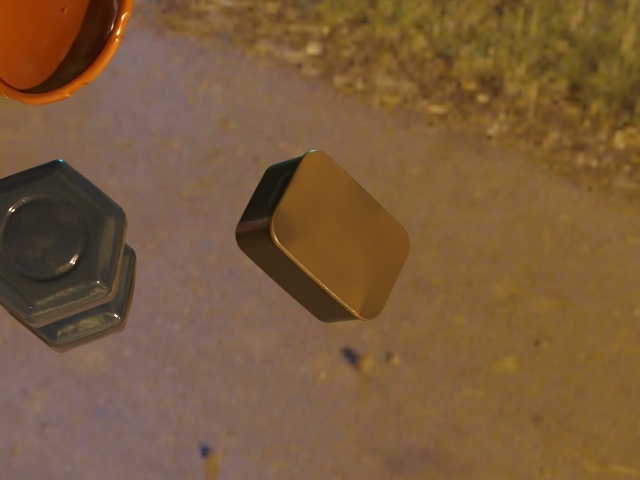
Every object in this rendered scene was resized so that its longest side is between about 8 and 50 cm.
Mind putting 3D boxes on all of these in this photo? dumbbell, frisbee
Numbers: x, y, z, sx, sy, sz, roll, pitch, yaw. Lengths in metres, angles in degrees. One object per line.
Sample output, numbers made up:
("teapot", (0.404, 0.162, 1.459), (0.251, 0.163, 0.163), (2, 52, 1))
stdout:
("dumbbell", (-0.262, 0.023, 1.730), (0.144, 0.156, 0.316), (9, -10, -2))
("frisbee", (-0.246, -0.216, 1.602), (0.192, 0.192, 0.035), (29, 5, 33))

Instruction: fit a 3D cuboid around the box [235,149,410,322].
("box", (0.000, 0.000, 2.112), (0.090, 0.201, 0.144), (-11, 46, 48))
